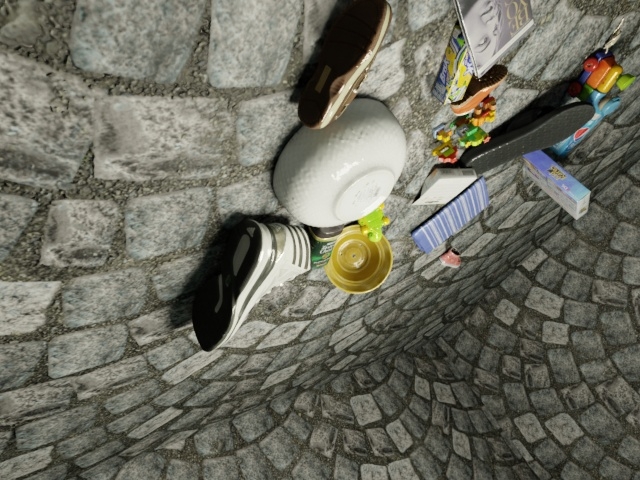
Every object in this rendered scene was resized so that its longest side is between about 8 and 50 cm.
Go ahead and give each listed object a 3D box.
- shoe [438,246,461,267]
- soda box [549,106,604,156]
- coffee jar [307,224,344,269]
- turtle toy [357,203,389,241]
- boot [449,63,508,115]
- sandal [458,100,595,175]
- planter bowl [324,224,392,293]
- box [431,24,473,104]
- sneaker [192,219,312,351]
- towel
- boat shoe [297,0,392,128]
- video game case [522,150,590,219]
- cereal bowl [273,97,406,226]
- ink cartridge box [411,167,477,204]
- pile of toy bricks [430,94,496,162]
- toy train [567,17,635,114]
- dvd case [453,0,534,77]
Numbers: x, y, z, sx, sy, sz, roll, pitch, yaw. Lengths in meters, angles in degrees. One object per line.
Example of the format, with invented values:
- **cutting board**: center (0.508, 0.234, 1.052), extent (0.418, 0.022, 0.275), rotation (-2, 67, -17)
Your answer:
- **shoe**: center (0.633, 0.081, 2.091), extent (0.178, 0.063, 0.081), rotation (6, 137, -46)
- **soda box**: center (0.945, -0.414, 1.637), extent (0.067, 0.071, 0.210), rotation (-6, 141, -43)
- **coffee jar**: center (0.000, 0.000, 1.262), extent (0.096, 0.079, 0.184), rotation (-16, 147, -31)
- **turtle toy**: center (0.150, -0.055, 1.319), extent (0.095, 0.130, 0.066), rotation (-23, -167, -12)
- **boot**: center (0.400, -0.380, 1.125), extent (0.158, 0.059, 0.085), rotation (-32, 157, 13)
- **sandal**: center (0.646, -0.349, 1.410), extent (0.446, 0.106, 0.167), rotation (-22, 154, 3)
- **planter bowl**: center (0.113, 0.054, 1.409), extent (0.217, 0.217, 0.090), rotation (-34, -171, -1)
- **box**: center (0.311, -0.396, 0.999), extent (0.059, 0.054, 0.168), rotation (-23, 151, -22)
- **sneaker**: center (-0.163, 0.134, 1.200), extent (0.258, 0.169, 0.447), rotation (-1, 135, -44)
- **towel**: center (0.508, -0.090, 1.728), extent (0.336, 0.040, 0.243), rotation (-40, 150, 7)
- **boat shoe**: center (0.050, -0.322, 0.813), extent (0.095, 0.095, 0.257), rotation (-23, 160, -50)
- **video game case**: center (0.888, -0.219, 1.672), extent (0.061, 0.269, 0.244), rotation (-43, 152, 14)
- **cereal bowl**: center (0.067, -0.149, 1.035), extent (0.339, 0.141, 0.338), rotation (-25, 150, -16)
- **ink cartridge box**: center (0.395, -0.174, 1.441), extent (0.146, 0.045, 0.179), rotation (-4, 161, -22)
- **pile of toy bricks**: center (0.412, -0.298, 1.208), extent (0.212, 0.105, 0.118), rotation (-33, 152, -2)
- **toy train**: center (0.883, -0.513, 1.335), extent (0.105, 0.143, 0.248), rotation (-22, 150, -24)
- **dvd case**: center (0.350, -0.466, 0.886), extent (0.164, 0.018, 0.221), rotation (-43, 137, 0)
